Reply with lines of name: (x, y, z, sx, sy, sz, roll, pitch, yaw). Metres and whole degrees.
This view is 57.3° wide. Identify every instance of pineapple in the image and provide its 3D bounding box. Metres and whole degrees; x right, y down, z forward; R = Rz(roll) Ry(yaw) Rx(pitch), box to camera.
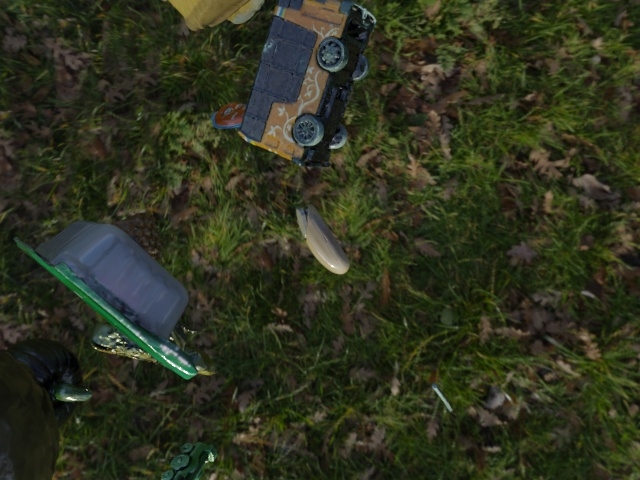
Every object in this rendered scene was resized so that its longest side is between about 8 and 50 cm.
pineapple: (-0.323, 0.088, 1.119, 0.118, 0.130, 0.278, -26, 101, -29)

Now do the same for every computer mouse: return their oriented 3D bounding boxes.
computer mouse: (0.000, 0.000, 1.715, 0.081, 0.145, 0.237, -34, 99, -1)

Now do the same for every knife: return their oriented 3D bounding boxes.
knife: (0.319, 0.410, 1.513, 0.015, 0.028, 0.210, -43, 141, -6)

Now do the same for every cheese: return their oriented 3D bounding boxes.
cheese: (-0.207, -0.344, 1.624, 0.106, 0.256, 0.037, -59, 141, -26)

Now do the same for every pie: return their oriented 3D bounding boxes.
pie: (-0.450, 0.306, 1.616, 0.370, 0.296, 0.078, 13, 77, 12)

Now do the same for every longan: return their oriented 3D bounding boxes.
longan: (-0.662, 0.369, 1.024, 0.390, 0.391, 0.392, -3, 106, -10)

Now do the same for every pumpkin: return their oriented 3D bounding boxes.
pumpkin: (-0.682, 0.367, 1.459, 0.247, 0.248, 0.248, -3, 106, -10)

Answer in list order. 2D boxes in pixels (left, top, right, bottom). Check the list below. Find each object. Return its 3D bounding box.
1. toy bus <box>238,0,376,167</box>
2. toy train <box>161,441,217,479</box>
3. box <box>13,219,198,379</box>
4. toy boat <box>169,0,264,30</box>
toy bus: (-0.026, -0.329, 1.199, 0.194, 0.161, 0.324, 24, 105, 21)
toy train: (-0.387, 0.671, 1.716, 0.104, 0.178, 0.071, 0, 118, 22)
box: (-0.311, 0.060, 0.884, 0.106, 0.336, 0.264, -50, 117, -19)
toy boat: (-0.038, -0.295, 0.488, 0.136, 0.445, 0.162, 42, 75, -23)
